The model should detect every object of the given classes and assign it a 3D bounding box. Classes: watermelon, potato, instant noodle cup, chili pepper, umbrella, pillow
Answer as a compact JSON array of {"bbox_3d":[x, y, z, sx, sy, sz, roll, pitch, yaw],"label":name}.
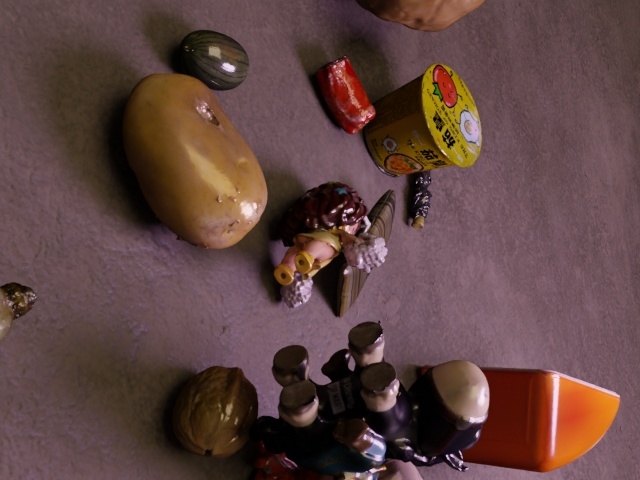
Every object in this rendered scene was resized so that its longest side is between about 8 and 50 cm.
[{"bbox_3d":[-0.149,-0.249,1.134,0.111,0.078,0.078,14,69,-44],"label":"watermelon"},{"bbox_3d":[-0.163,-0.098,1.029,0.234,0.146,0.150,57,0,-1],"label":"potato"},{"bbox_3d":[0.171,-0.196,1.425,0.182,0.144,0.182,19,64,-44],"label":"instant noodle cup"},{"bbox_3d":[0.042,-0.237,1.351,0.070,0.073,0.123,-28,101,-5],"label":"chili pepper"},{"bbox_3d":[0.183,-0.086,1.486,0.040,0.037,0.144,19,62,-20],"label":"umbrella"},{"bbox_3d":[0.071,0.019,1.305,0.113,0.038,0.203,93,22,-44],"label":"pillow"}]

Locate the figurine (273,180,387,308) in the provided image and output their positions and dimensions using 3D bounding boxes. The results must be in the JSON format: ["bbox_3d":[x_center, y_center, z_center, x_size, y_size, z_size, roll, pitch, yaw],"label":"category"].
[{"bbox_3d":[0.000,-0.001,1.173,0.116,0.175,0.240,53,27,-21],"label":"figurine"}]

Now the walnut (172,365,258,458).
[{"bbox_3d":[-0.127,0.208,1.011,0.105,0.105,0.124,46,44,-29],"label":"walnut"}]

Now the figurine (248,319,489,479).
[{"bbox_3d":[0.054,0.284,1.025,0.306,0.241,0.411,-2,122,-28],"label":"figurine"}]

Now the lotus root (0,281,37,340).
[{"bbox_3d":[-0.367,0.075,0.793,0.183,0.077,0.090,-11,95,-46],"label":"lotus root"}]

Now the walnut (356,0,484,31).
[{"bbox_3d":[0.183,-0.551,1.369,0.383,0.383,0.383,17,67,-45],"label":"walnut"}]

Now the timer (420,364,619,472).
[{"bbox_3d":[0.339,0.284,1.395,0.250,0.257,0.161,2,84,-46],"label":"timer"}]
